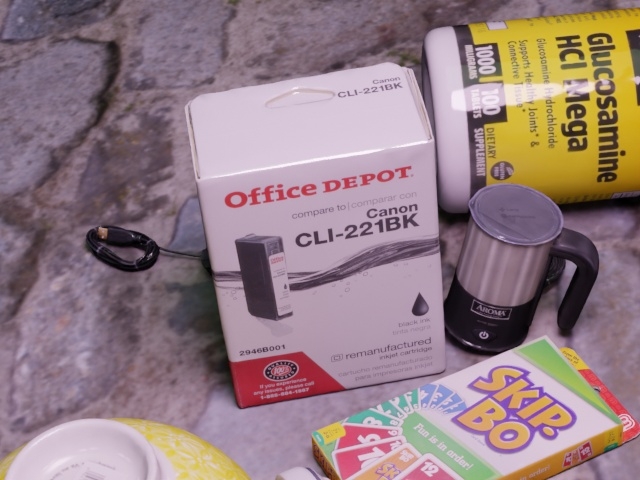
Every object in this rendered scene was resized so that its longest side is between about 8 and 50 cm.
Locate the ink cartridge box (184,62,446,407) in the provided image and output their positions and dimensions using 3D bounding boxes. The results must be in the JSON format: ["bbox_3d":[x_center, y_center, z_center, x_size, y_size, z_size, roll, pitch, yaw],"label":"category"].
[{"bbox_3d":[0.000,0.000,1.283,0.197,0.273,0.114,-10,40,-3],"label":"ink cartridge box"}]

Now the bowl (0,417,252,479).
[{"bbox_3d":[-0.168,0.230,1.132,0.289,0.156,0.289,-4,40,3],"label":"bowl"}]

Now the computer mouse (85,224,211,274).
[{"bbox_3d":[-0.124,0.003,1.475,0.242,0.041,0.071,5,43,14],"label":"computer mouse"}]

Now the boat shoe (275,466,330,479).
[{"bbox_3d":[0.062,0.262,1.111,0.088,0.096,0.267,-23,44,-24],"label":"boat shoe"}]

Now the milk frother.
[{"bbox_3d":[0.180,0.007,1.355,0.129,0.135,0.143,3,41,-10],"label":"milk frother"}]

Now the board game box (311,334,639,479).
[{"bbox_3d":[0.135,0.165,1.261,0.259,0.039,0.124,-19,43,-18],"label":"board game box"}]

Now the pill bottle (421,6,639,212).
[{"bbox_3d":[0.274,-0.133,1.466,0.333,0.188,0.188,-6,41,1],"label":"pill bottle"}]
